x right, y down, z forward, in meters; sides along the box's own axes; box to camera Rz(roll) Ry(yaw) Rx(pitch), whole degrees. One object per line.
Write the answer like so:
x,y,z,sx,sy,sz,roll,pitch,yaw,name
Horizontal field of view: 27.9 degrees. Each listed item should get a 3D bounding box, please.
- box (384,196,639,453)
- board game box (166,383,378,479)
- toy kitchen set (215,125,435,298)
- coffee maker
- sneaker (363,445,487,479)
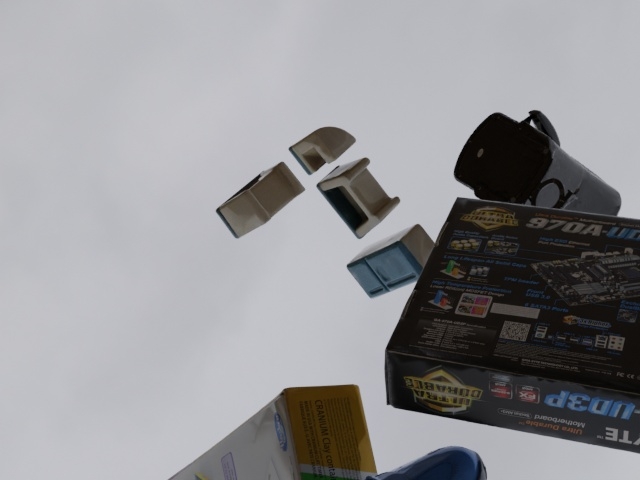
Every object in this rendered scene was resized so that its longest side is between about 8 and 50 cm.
0.168,0.050,0.812,0.220,0.051,0.175,8,-143,18,box
-0.041,0.276,1.037,0.316,0.064,0.242,-42,-126,56,board game box
0.000,0.000,1.454,0.166,0.207,0.122,-42,-172,-31,toy kitchen set
0.265,-0.047,1.502,0.120,0.178,0.171,-40,-133,21,coffee maker
0.011,0.181,0.789,0.209,0.082,0.069,-36,-165,-15,sneaker
